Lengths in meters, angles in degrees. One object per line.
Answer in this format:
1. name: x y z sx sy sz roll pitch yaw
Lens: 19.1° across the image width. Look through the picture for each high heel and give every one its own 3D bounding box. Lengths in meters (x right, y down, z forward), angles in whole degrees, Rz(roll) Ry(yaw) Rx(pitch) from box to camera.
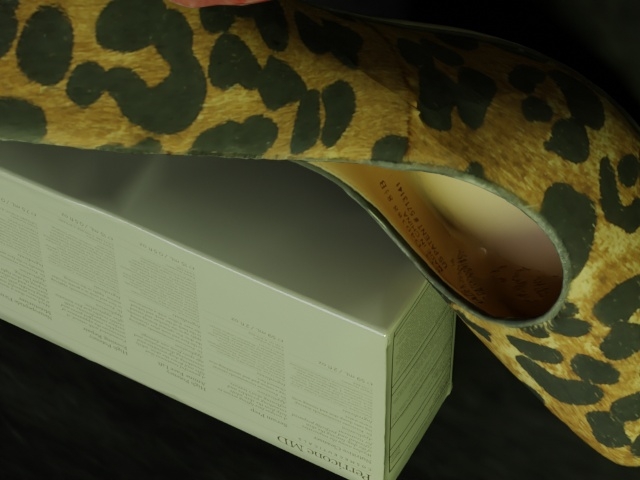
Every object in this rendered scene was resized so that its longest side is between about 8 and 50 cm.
1. high heel: 0.000 0.000 0.518 0.093 0.186 0.261 -4 122 50

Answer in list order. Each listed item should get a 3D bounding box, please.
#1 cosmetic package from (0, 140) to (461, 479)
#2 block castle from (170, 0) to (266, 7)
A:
1. cosmetic package: -0.069 -0.003 0.675 0.239 0.060 0.099 23 144 18
2. block castle: -0.054 -0.275 0.268 0.453 0.213 0.303 54 146 -10
